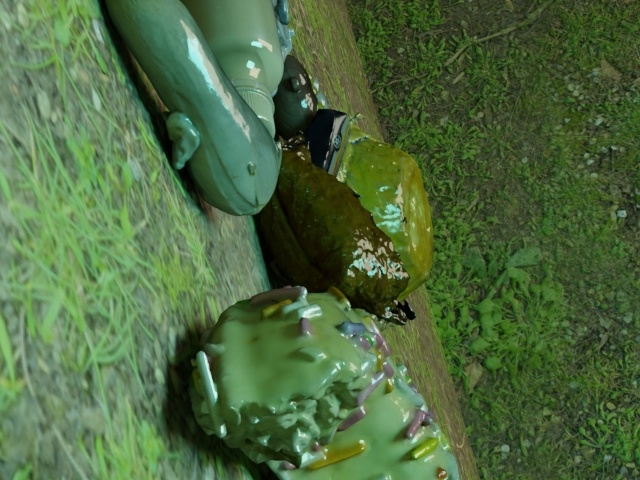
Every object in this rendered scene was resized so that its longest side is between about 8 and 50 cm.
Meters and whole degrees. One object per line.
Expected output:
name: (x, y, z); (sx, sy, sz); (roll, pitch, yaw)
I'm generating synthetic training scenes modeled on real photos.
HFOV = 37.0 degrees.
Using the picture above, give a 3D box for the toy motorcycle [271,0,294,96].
toy motorcycle: (-0.087, -0.266, 1.305); (0.260, 0.110, 0.171); (-89, 171, -49)

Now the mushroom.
mushroom: (-0.119, -0.140, 0.916); (0.096, 0.099, 0.278); (-103, 167, -58)

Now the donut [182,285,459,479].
donut: (0.035, 0.203, 0.838); (0.371, 0.150, 0.307); (60, 6, -7)

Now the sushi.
sushi: (0.000, 0.000, 1.189); (0.140, 0.149, 0.287); (3, 41, -49)

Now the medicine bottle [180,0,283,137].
medicine bottle: (-0.099, -0.210, 1.078); (0.114, 0.114, 0.252); (58, 16, -54)

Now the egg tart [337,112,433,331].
egg tart: (0.096, -0.033, 1.641); (0.388, 0.169, 0.388); (-12, 90, -72)

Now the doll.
doll: (-0.041, -0.221, 1.506); (0.188, 0.096, 0.145); (-110, -173, -78)

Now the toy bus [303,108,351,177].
toy bus: (-0.002, -0.108, 1.409); (0.072, 0.057, 0.172); (56, 48, -66)
